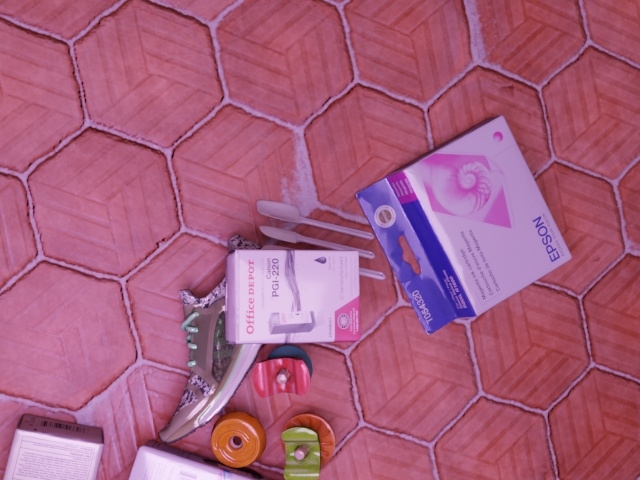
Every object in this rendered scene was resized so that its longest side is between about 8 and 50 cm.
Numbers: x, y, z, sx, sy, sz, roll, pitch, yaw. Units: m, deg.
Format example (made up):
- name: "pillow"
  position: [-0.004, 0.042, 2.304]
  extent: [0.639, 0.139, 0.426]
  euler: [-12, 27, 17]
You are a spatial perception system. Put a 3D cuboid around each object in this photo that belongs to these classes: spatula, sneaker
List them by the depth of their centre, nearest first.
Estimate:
- name: "sneaker"
  position: [-0.193, 0.166, 1.579]
  extent: [0.182, 0.158, 0.410]
  euler: [33, 76, -2]
- name: "spatula"
  position: [0.000, 0.000, 1.623]
  extent: [0.241, 0.168, 0.019]
  euler: [12, 125, -16]

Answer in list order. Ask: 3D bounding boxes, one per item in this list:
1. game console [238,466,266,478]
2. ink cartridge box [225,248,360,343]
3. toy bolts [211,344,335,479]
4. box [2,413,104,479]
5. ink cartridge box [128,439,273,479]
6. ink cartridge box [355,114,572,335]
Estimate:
- name: "game console"
  position: [-0.125, 0.664, 1.631]
  extent: [0.342, 0.060, 0.387]
  euler: [38, 81, -12]
- name: "ink cartridge box"
  position: [-0.048, 0.094, 1.490]
  extent: [0.217, 0.092, 0.159]
  euler: [0, 84, -14]
- name: "toy bolts"
  position: [-0.080, 0.301, 1.607]
  extent: [0.218, 0.158, 0.229]
  euler: [1, 96, 8]
- name: "box"
  position: [-0.468, 0.432, 1.506]
  extent: [0.148, 0.127, 0.233]
  euler: [14, 87, -14]
- name: "ink cartridge box"
  position: [-0.200, 0.503, 1.540]
  extent: [0.306, 0.131, 0.226]
  euler: [19, 82, -2]
- name: "ink cartridge box"
  position: [0.285, -0.028, 1.723]
  extent: [0.330, 0.071, 0.324]
  euler: [-30, 98, -13]
